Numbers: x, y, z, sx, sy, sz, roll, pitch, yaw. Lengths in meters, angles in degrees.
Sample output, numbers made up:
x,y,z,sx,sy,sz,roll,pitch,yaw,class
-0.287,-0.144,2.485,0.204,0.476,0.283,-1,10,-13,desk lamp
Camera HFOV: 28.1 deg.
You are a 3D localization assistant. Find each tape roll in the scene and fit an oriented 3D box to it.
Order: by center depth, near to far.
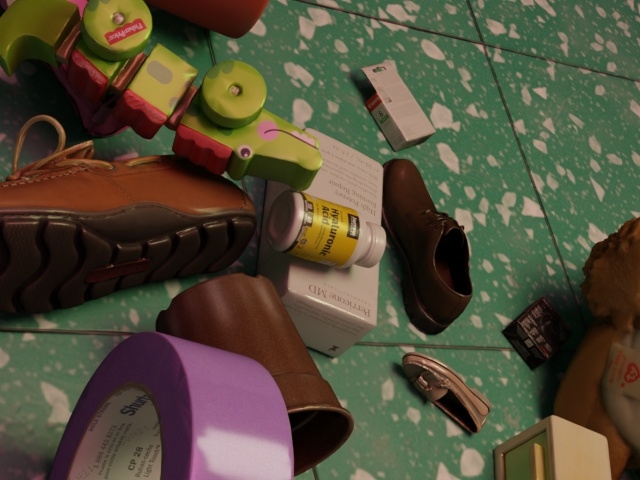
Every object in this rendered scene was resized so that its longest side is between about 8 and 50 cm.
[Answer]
x,y,z,sx,sy,sz,roll,pitch,yaw,class
-0.131,0.214,1.012,0.090,0.275,0.275,19,50,-30,tape roll

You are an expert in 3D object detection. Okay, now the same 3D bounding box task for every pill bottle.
x,y,z,sx,sy,sz,roll,pitch,yaw,class
0.007,-0.008,1.321,0.116,0.065,0.065,16,52,-30,pill bottle

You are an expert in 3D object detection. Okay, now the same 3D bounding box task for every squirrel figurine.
x,y,z,sx,sy,sz,roll,pitch,yaw,class
0.485,0.155,1.579,0.370,0.281,0.397,14,55,-40,squirrel figurine

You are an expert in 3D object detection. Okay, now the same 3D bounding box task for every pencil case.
x,y,z,sx,sy,sz,roll,pitch,yaw,class
-0.266,-0.208,1.342,0.209,0.095,0.098,52,12,4,pencil case

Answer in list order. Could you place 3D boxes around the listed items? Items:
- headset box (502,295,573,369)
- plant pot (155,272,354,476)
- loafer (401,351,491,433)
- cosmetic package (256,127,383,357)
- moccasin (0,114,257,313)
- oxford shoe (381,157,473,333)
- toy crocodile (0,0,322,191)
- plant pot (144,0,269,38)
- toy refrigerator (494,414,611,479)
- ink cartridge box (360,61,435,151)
x,y,z,sx,sy,sz,roll,pitch,yaw,class
0.274,0.113,1.598,0.062,0.032,0.083,52,42,2,headset box
-0.074,0.131,1.214,0.167,0.167,0.165,3,52,-38,plant pot
0.141,0.172,1.441,0.125,0.045,0.039,35,51,-18,loafer
0.000,0.000,1.416,0.117,0.085,0.231,24,47,-25,cosmetic package
-0.230,-0.029,1.210,0.380,0.139,0.147,-14,52,-43,moccasin
0.134,-0.011,1.527,0.083,0.096,0.227,1,59,-37,oxford shoe
-0.154,-0.141,1.252,0.340,0.115,0.105,30,68,-6,toy crocodile
-0.175,-0.388,1.435,0.243,0.275,0.275,12,53,-20,plant pot
0.251,0.334,1.371,0.094,0.102,0.269,24,49,-25,toy refrigerator
0.094,-0.174,1.658,0.063,0.029,0.115,-21,74,-45,ink cartridge box
